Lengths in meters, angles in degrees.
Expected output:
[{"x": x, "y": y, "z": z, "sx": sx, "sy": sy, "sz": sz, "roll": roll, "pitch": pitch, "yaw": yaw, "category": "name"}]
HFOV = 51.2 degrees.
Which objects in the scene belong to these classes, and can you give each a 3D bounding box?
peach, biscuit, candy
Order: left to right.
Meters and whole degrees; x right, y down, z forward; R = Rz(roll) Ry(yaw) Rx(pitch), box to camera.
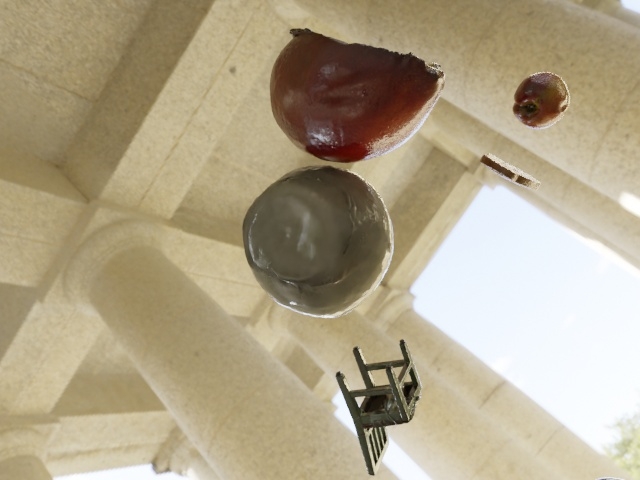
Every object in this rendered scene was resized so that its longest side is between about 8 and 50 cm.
[{"x": 0.000, "y": 0.000, "z": 1.198, "sx": 0.295, "sy": 0.295, "sz": 0.185, "roll": -48, "pitch": -27, "yaw": -3, "category": "candy"}, {"x": 0.057, "y": -0.227, "z": 1.142, "sx": 0.257, "sy": 0.361, "sz": 0.201, "roll": 11, "pitch": -81, "yaw": -39, "category": "peach"}, {"x": 0.357, "y": -0.133, "z": 1.278, "sx": 0.140, "sy": 0.118, "sz": 0.023, "roll": 15, "pitch": -68, "yaw": -35, "category": "biscuit"}, {"x": 0.399, "y": -0.253, "z": 1.204, "sx": 0.100, "sy": 0.100, "sz": 0.101, "roll": -32, "pitch": -36, "yaw": -27, "category": "peach"}]

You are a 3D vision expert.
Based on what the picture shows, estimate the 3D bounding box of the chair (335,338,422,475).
[{"x": 0.154, "y": 0.377, "z": 1.504, "sx": 0.136, "sy": 0.147, "sz": 0.270, "roll": -42, "pitch": -64, "yaw": -61, "category": "chair"}]

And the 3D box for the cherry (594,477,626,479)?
[{"x": 0.554, "y": 0.519, "z": 1.198, "sx": 0.148, "sy": 0.188, "sz": 0.115, "roll": 19, "pitch": -59, "yaw": -37, "category": "cherry"}]
